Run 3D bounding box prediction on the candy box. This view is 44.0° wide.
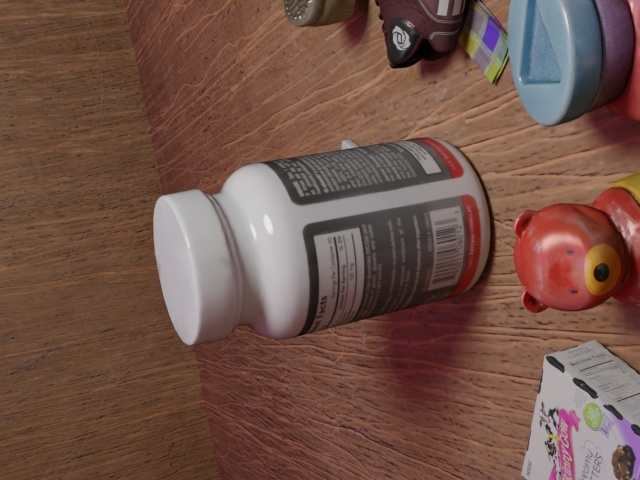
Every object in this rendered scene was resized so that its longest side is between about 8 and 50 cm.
[{"bbox_3d":[0.290,0.218,0.756,0.196,0.070,0.164,44,139,52],"label":"candy box"}]

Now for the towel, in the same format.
[{"bbox_3d":[0.181,-0.221,0.879,0.083,0.009,0.060,63,151,33],"label":"towel"}]

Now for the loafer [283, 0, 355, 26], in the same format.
[{"bbox_3d":[0.001,-0.417,1.101,0.102,0.092,0.268,-7,78,52],"label":"loafer"}]

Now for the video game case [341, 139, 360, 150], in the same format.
[{"bbox_3d":[0.071,-0.058,1.195,0.157,0.019,0.143,46,141,51],"label":"video game case"}]

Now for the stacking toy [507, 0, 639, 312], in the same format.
[{"bbox_3d":[0.225,-0.083,0.605,0.279,0.130,0.308,179,81,-84],"label":"stacking toy"}]

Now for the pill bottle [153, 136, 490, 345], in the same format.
[{"bbox_3d":[0.000,0.000,0.948,0.210,0.363,0.210,169,90,-67],"label":"pill bottle"}]

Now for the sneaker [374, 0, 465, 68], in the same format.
[{"bbox_3d":[0.077,-0.299,0.966,0.281,0.106,0.162,47,145,50],"label":"sneaker"}]
